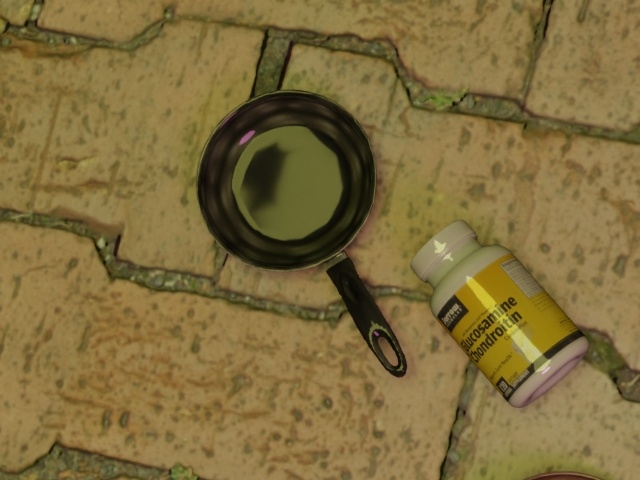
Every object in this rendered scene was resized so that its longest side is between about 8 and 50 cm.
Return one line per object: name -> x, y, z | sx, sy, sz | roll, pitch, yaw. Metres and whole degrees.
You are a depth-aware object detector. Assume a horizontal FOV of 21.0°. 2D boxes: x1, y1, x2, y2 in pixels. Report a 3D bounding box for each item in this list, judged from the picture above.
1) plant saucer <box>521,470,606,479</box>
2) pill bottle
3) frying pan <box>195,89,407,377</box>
plant saucer -> 0.242, 0.328, 1.697 | 0.198, 0.036, 0.199 | 0, 69, 0
pill bottle -> 0.176, 0.071, 1.740 | 0.103, 0.103, 0.184 | -42, 75, 3
frying pan -> 0.016, -0.025, 1.820 | 0.326, 0.053, 0.197 | 36, 89, 14
